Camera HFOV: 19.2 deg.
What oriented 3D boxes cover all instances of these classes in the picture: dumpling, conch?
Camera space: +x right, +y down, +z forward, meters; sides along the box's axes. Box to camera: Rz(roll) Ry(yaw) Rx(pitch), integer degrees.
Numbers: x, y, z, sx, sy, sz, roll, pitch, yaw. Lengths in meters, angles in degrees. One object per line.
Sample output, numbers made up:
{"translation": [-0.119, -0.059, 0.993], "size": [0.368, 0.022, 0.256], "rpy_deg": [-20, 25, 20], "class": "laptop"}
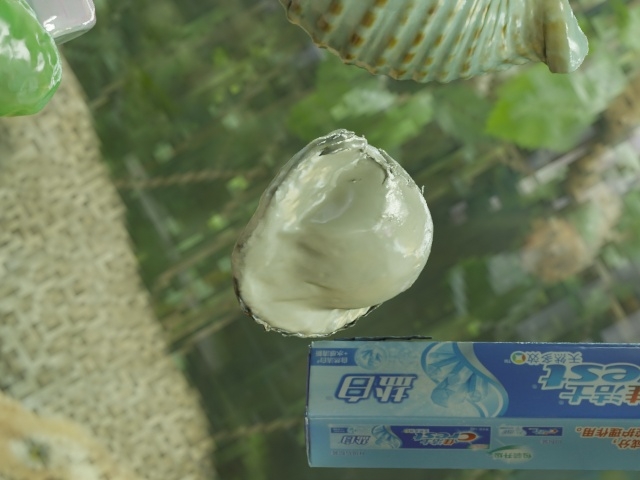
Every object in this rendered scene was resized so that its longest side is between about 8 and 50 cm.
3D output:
{"translation": [0.000, 0.000, 1.549], "size": [0.142, 0.172, 0.247], "rpy_deg": [39, -11, 33], "class": "dumpling"}
{"translation": [0.025, -0.118, 0.739], "size": [0.153, 0.102, 0.135], "rpy_deg": [64, -6, -15], "class": "conch"}

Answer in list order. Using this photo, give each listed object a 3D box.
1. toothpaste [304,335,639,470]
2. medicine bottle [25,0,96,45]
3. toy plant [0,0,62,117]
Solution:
{"translation": [0.127, 0.099, 1.148], "size": [0.066, 0.272, 0.053], "rpy_deg": [-87, 176, -46], "class": "toothpaste"}
{"translation": [-0.246, -0.212, 1.364], "size": [0.135, 0.135, 0.168], "rpy_deg": [-58, 126, -83], "class": "medicine bottle"}
{"translation": [-0.331, -0.161, 1.010], "size": [0.317, 0.210, 0.356], "rpy_deg": [54, 23, 2], "class": "toy plant"}
